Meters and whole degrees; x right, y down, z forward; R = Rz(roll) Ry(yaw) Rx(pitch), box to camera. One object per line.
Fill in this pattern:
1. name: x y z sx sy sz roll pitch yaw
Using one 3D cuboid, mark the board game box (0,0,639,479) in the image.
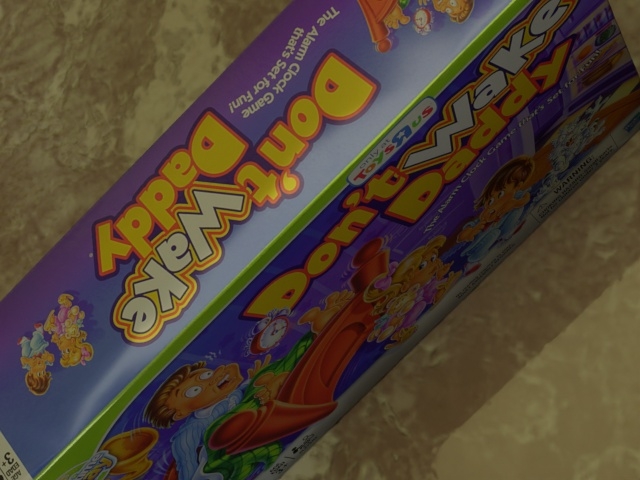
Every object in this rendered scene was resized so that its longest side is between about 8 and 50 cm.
1. board game box: 0.000 0.000 0.613 0.347 0.233 0.078 -45 66 8
